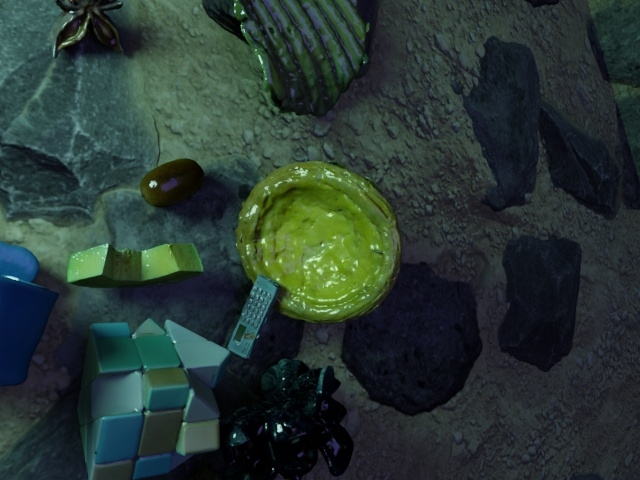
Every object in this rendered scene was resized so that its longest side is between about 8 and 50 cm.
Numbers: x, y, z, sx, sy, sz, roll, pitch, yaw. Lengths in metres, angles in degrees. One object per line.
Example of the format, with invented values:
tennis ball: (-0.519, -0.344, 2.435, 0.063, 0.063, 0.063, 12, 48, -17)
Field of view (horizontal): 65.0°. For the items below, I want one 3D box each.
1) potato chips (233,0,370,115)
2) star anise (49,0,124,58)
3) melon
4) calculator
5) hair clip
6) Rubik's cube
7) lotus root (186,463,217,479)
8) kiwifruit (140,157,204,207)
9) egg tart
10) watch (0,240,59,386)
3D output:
potato chips: (-0.046, -0.468, 1.095, 0.373, 0.097, 0.388, -23, 101, -40)
star anise: (-0.451, -0.442, 0.854, 0.148, 0.218, 0.227, -34, 65, -1)
melon: (-0.322, 0.043, 0.871, 0.210, 0.118, 0.064, 3, 73, -47)
calculator: (-0.134, 0.154, 1.005, 0.171, 0.057, 0.018, -65, 168, 8)
hair clip: (-0.057, 0.331, 0.933, 0.310, 0.207, 0.194, -32, 114, -67)
Rubik's cube: (-0.275, 0.255, 0.834, 0.213, 0.265, 0.224, 3, 114, -34)
lotus root: (-0.183, 0.544, 0.898, 0.180, 0.199, 0.188, 45, 71, -20)
kiwifruit: (-0.275, -0.108, 0.934, 0.125, 0.075, 0.075, -30, 106, -28)
egg tart: (0.000, 0.000, 1.030, 0.132, 0.346, 0.344, -39, 116, -72)
watch: (-0.514, 0.073, 0.633, 0.305, 0.275, 0.241, 24, 75, -38)
